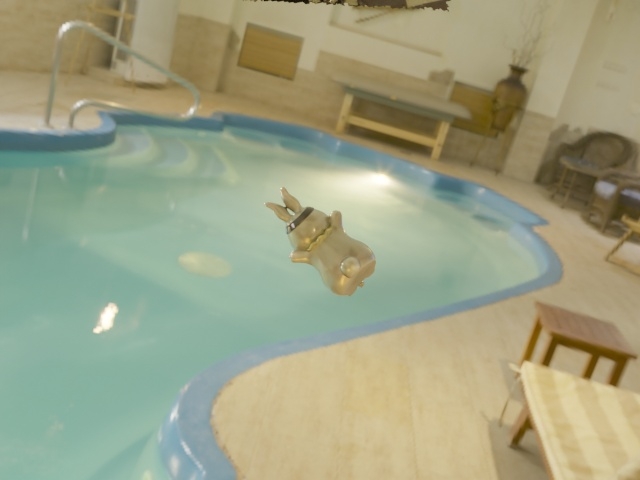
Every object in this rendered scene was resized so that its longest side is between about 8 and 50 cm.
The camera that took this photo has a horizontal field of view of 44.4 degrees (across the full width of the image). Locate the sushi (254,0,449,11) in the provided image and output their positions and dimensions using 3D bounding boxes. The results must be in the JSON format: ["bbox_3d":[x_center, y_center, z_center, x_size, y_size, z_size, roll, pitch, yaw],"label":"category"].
[{"bbox_3d":[-0.017,-0.305,0.672,0.280,0.192,0.043,1,2,-4],"label":"sushi"}]

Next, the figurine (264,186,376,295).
[{"bbox_3d":[-0.006,0.008,0.979,0.146,0.098,0.081,41,64,20],"label":"figurine"}]
